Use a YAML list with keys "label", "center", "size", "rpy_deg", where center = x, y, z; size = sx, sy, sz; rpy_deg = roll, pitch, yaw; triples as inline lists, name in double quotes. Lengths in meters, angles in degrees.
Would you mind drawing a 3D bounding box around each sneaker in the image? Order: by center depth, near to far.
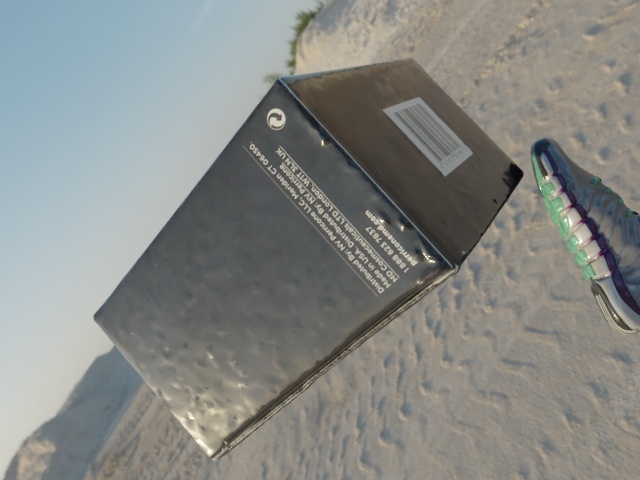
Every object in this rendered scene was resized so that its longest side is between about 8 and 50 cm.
- label: "sneaker"
  center: [0.305, -0.019, 0.642]
  size: [0.098, 0.223, 0.083]
  rpy_deg: [-26, -11, 12]

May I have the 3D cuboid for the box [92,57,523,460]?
- label: "box"
  center: [0.000, 0.000, 0.578]
  size: [0.294, 0.182, 0.296]
  rpy_deg: [-46, -6, 30]
